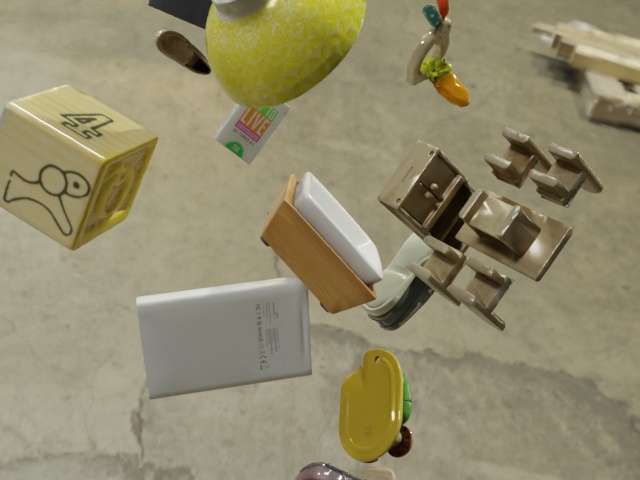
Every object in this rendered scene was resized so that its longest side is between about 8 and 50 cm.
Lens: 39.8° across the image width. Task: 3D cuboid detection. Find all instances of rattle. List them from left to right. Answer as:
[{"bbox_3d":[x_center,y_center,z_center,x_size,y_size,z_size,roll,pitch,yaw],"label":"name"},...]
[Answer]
[{"bbox_3d":[0.260,-0.386,1.803,0.130,0.200,0.143,-14,53,-35],"label":"rattle"}]

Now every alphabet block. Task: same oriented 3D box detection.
[{"bbox_3d":[-0.429,-0.130,1.517,0.197,0.192,0.193,31,28,6],"label":"alphabet block"}]

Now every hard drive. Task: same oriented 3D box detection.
[{"bbox_3d":[-0.172,0.179,1.628,0.307,0.203,0.040,-7,24,-10],"label":"hard drive"}]

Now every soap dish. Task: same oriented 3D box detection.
[{"bbox_3d":[0.000,0.000,1.592,0.229,0.118,0.291,48,9,-9],"label":"soap dish"}]

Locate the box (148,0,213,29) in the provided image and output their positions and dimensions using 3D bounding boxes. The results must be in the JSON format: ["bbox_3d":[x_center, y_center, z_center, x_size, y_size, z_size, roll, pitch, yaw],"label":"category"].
[{"bbox_3d":[-0.146,-0.595,1.803,0.179,0.313,0.343,28,24,24],"label":"box"}]

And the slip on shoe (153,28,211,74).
[{"bbox_3d":[-0.261,-0.356,1.687,0.041,0.051,0.135,44,5,40],"label":"slip on shoe"}]

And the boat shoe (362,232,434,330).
[{"bbox_3d":[0.222,0.063,1.888,0.319,0.099,0.116,-44,35,-14],"label":"boat shoe"}]

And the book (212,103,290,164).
[{"bbox_3d":[-0.140,-0.239,1.779,0.096,0.144,0.035,36,-2,-35],"label":"book"}]

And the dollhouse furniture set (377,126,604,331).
[{"bbox_3d":[0.216,-0.015,1.124,0.161,0.212,0.242,38,-3,-41],"label":"dollhouse furniture set"}]

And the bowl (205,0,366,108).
[{"bbox_3d":[-0.087,-0.376,1.434,0.156,0.289,0.289,43,10,-44],"label":"bowl"}]

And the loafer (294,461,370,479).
[{"bbox_3d":[0.073,0.334,1.005,0.302,0.109,0.095,47,37,-25],"label":"loafer"}]

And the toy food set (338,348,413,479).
[{"bbox_3d":[0.096,0.284,1.390,0.071,0.128,0.218,28,56,-38],"label":"toy food set"}]
